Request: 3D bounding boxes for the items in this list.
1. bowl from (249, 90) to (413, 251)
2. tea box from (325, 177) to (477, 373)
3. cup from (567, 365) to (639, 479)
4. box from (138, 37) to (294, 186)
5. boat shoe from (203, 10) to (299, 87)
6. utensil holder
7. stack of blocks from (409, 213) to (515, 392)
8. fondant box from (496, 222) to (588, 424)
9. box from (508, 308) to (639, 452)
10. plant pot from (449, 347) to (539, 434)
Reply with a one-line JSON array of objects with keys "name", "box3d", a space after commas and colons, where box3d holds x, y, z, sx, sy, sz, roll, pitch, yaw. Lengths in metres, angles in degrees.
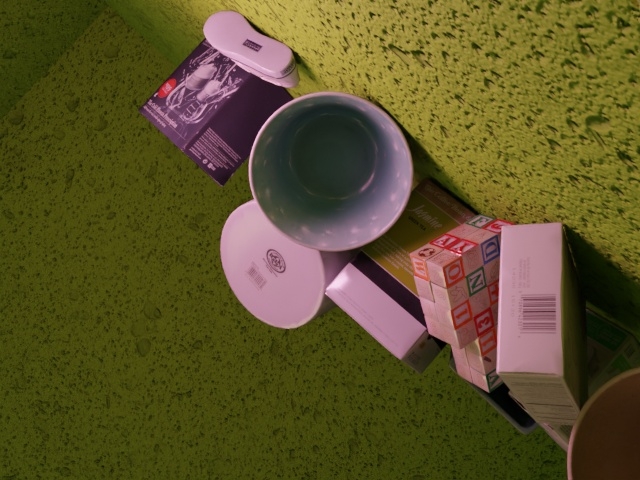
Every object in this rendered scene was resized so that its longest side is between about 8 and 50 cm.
[{"name": "bowl", "box3d": [0.023, -0.149, 1.270, 0.311, 0.311, 0.163, 43, -163, -12]}, {"name": "tea box", "box3d": [0.227, 0.093, 1.406, 0.220, 0.323, 0.329, 41, 177, 22]}, {"name": "cup", "box3d": [0.578, 0.352, 0.940, 0.237, 0.331, 0.331, 12, -161, -38]}, {"name": "box", "box3d": [-0.297, -0.377, 1.798, 0.343, 0.312, 0.179, 40, 176, 45]}, {"name": "boat shoe", "box3d": [-0.146, -0.411, 1.382, 0.268, 0.096, 0.088, 32, 169, 27]}, {"name": "utensil holder", "box3d": [0.000, 0.000, 1.543, 0.327, 0.327, 0.385, 42, -144, 17]}, {"name": "stack of blocks", "box3d": [0.282, 0.124, 1.158, 0.087, 0.171, 0.297, 25, 138, 56]}, {"name": "fondant box", "box3d": [0.372, 0.149, 1.042, 0.096, 0.238, 0.330, -4, 153, 26]}, {"name": "box", "box3d": [0.538, 0.307, 1.258, 0.262, 0.231, 0.127, 43, 178, -35]}, {"name": "plant pot", "box3d": [0.463, 0.246, 1.509, 0.247, 0.248, 0.252, 42, -168, -3]}]
